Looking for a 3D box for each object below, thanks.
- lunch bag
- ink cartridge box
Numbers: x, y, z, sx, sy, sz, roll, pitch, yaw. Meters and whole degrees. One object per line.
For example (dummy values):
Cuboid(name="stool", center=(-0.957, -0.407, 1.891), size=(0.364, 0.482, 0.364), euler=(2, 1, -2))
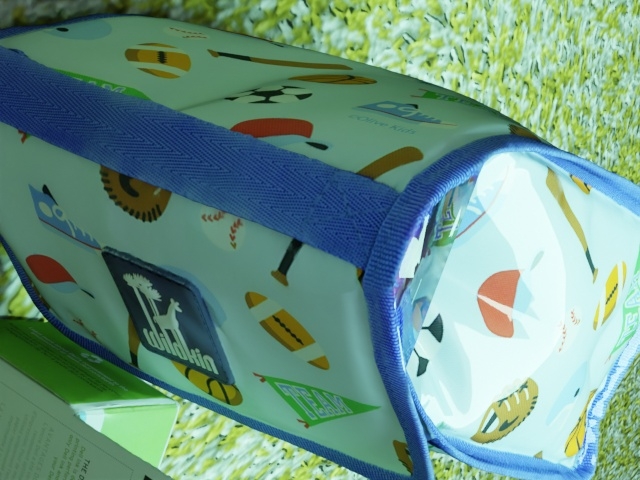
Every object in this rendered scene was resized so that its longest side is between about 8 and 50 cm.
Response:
Cuboid(name="lunch bag", center=(0.000, 0.000, 0.797), size=(0.385, 0.327, 0.239), euler=(24, 87, -59))
Cuboid(name="ink cartridge box", center=(-0.141, 0.183, 0.779), size=(0.097, 0.255, 0.189), euler=(5, 108, -57))
